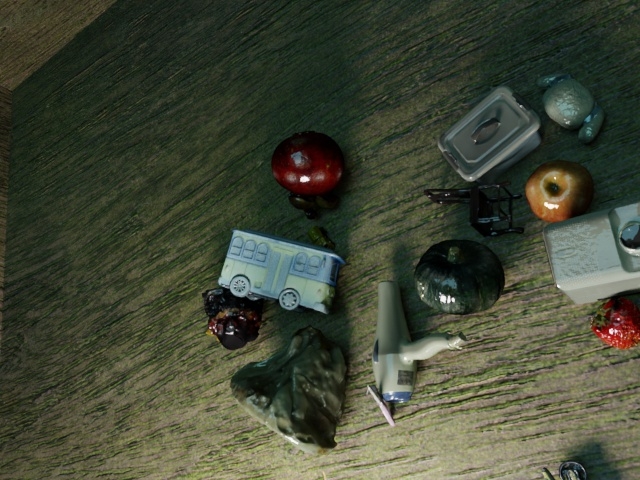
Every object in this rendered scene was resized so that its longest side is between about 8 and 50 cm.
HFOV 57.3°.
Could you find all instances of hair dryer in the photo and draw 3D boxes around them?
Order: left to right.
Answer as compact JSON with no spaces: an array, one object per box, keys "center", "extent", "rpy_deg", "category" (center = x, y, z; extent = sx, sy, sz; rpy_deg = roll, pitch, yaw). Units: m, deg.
[{"center":[0.211,0.202,1.410],"extent":[0.298,0.119,0.296],"rpy_deg":[-54,37,36],"category":"hair dryer"}]

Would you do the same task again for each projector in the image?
[{"center":[0.599,0.026,1.192],"extent":[0.242,0.177,0.163],"rpy_deg":[-15,68,29],"category":"projector"}]

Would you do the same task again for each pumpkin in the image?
[{"center":[0.319,0.080,1.357],"extent":[0.211,0.211,0.152],"rpy_deg":[18,119,38],"category":"pumpkin"}]

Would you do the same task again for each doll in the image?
[{"center":[0.590,-0.322,1.384],"extent":[0.103,0.071,0.214],"rpy_deg":[-39,59,19],"category":"doll"}]

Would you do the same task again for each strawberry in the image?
[{"center":[0.611,0.169,1.191],"extent":[0.106,0.106,0.106],"rpy_deg":[-12,67,31],"category":"strawberry"}]

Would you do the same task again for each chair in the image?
[{"center":[0.368,-0.073,1.434],"extent":[0.229,0.106,0.113],"rpy_deg":[-6,69,35],"category":"chair"}]

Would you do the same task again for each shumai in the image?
[{"center":[-0.044,0.353,1.472],"extent":[0.263,0.309,0.304],"rpy_deg":[-58,14,-11],"category":"shumai"}]

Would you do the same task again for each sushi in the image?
[{"center":[-0.255,0.239,1.727],"extent":[0.172,0.153,0.150],"rpy_deg":[-11,45,10],"category":"sushi"}]

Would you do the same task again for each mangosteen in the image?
[{"center":[-0.029,-0.188,1.704],"extent":[0.215,0.215,0.257],"rpy_deg":[-2,104,34],"category":"mangosteen"}]

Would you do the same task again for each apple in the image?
[{"center":[0.535,-0.113,1.313],"extent":[0.146,0.131,0.146],"rpy_deg":[-8,74,29],"category":"apple"}]

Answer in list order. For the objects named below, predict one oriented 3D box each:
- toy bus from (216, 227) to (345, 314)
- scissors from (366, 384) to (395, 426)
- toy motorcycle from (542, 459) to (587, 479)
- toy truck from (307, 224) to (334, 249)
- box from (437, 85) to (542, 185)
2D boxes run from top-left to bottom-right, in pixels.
[{"center":[-0.105,0.090,1.615],"extent":[0.312,0.152,0.190],"rpy_deg":[14,82,14],"category":"toy bus"},{"center":[0.132,0.372,1.378],"extent":[0.021,0.212,0.110],"rpy_deg":[-31,58,2],"category":"scissors"},{"center":[0.501,0.539,1.153],"extent":[0.124,0.061,0.193],"rpy_deg":[-30,67,15],"category":"toy motorcycle"},{"center":[0.000,0.000,1.693],"extent":[0.049,0.054,0.083],"rpy_deg":[-41,56,16],"category":"toy truck"},{"center":[0.421,-0.249,1.441],"extent":[0.227,0.130,0.162],"rpy_deg":[-40,55,16],"category":"box"}]
